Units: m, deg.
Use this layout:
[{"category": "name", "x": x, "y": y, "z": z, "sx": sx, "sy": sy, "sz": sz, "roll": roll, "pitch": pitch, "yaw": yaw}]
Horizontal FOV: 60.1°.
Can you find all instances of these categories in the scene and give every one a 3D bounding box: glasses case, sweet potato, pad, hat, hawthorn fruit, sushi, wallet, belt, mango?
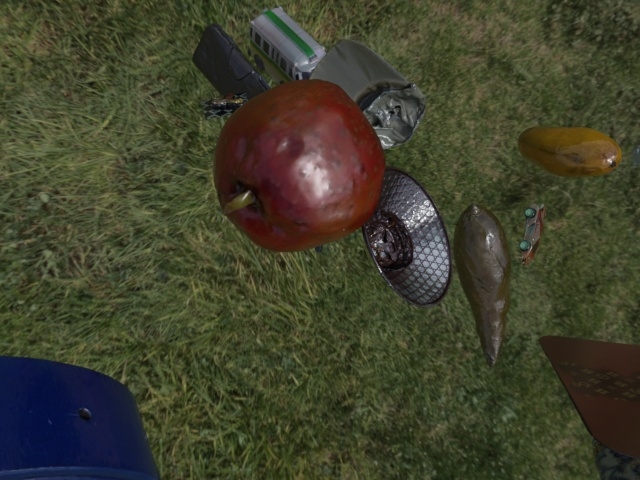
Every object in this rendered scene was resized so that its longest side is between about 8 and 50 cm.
[{"category": "glasses case", "x": 0.406, "y": 0.310, "z": 0.701, "sx": 0.087, "sy": 0.248, "sz": 0.065, "roll": -32, "pitch": 92, "yaw": 16}, {"category": "sweet potato", "x": 0.391, "y": 0.101, "z": 1.315, "sx": 0.130, "sy": 0.130, "sz": 0.422, "roll": -14, "pitch": 111, "yaw": -5}, {"category": "pad", "x": 0.322, "y": 0.145, "z": 0.529, "sx": 0.181, "sy": 0.267, "sz": 0.004, "roll": 6, "pitch": 101, "yaw": 9}, {"category": "hat", "x": 0.090, "y": 0.003, "z": 0.739, "sx": 0.082, "sy": 0.193, "sz": 0.193, "roll": -21, "pitch": 103, "yaw": 40}, {"category": "hawthorn fruit", "x": -0.034, "y": -0.066, "z": 0.570, "sx": 0.200, "sy": 0.179, "sz": 0.179, "roll": -38, "pitch": 103, "yaw": -38}, {"category": "sushi", "x": -0.246, "y": -0.358, "z": 1.419, "sx": 0.120, "sy": 0.126, "sz": 0.026, "roll": -13, "pitch": 128, "yaw": -6}, {"category": "wallet", "x": -0.245, "y": -0.455, "z": 1.569, "sx": 0.042, "sy": 0.165, "sz": 0.309, "roll": -34, "pitch": 83, "yaw": -39}, {"category": "hat", "x": 0.109, "y": -0.324, "z": 1.253, "sx": 0.214, "sy": 0.149, "sz": 0.244, "roll": -42, "pitch": 74, "yaw": 29}, {"category": "belt", "x": -0.296, "y": 0.202, "z": 0.449, "sx": 0.347, "sy": 0.117, "sz": 0.212, "roll": 17, "pitch": 121, "yaw": -46}, {"category": "mango", "x": 0.760, "y": -0.281, "z": 1.729, "sx": 0.187, "sy": 0.359, "sz": 0.144, "roll": -28, "pitch": 120, "yaw": -26}]

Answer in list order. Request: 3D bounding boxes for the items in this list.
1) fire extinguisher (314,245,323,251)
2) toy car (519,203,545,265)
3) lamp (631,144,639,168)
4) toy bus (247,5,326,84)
[{"category": "fire extinguisher", "x": 0.000, "y": 0.000, "z": 1.803, "sx": 0.025, "sy": 0.038, "sz": 0.083, "roll": 32, "pitch": 126, "yaw": 23}, {"category": "toy car", "x": 0.403, "y": -0.009, "z": 1.055, "sx": 0.035, "sy": 0.059, "sz": 0.122, "roll": 5, "pitch": 70, "yaw": 28}, {"category": "lamp", "x": 0.663, "y": -0.163, "z": 1.007, "sx": 0.198, "sy": 0.056, "sz": 0.050, "roll": -14, "pitch": 124, "yaw": -11}, {"category": "toy bus", "x": -0.091, "y": -0.583, "z": 1.747, "sx": 0.143, "sy": 0.179, "sz": 0.305, "roll": -34, "pitch": 69, "yaw": -19}]
